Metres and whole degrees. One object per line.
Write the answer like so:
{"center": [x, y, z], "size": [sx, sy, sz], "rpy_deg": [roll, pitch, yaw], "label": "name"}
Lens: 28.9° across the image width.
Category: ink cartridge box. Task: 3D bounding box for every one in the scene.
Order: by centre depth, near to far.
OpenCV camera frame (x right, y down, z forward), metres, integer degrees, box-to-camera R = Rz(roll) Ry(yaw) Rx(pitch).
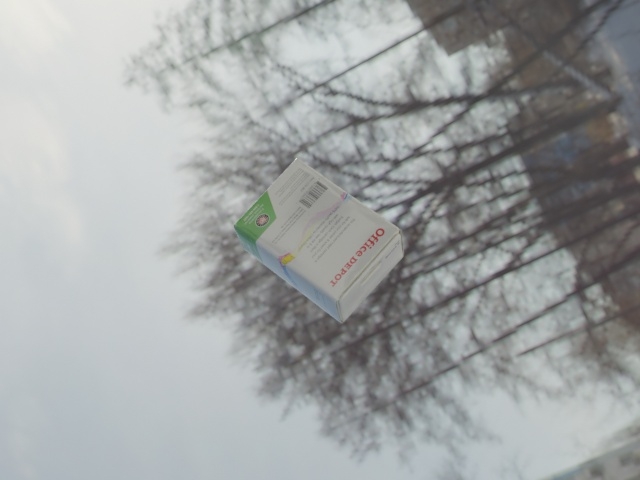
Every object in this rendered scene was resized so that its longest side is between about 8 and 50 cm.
{"center": [0.000, 0.000, 1.903], "size": [0.212, 0.154, 0.093], "rpy_deg": [35, 163, 24], "label": "ink cartridge box"}
